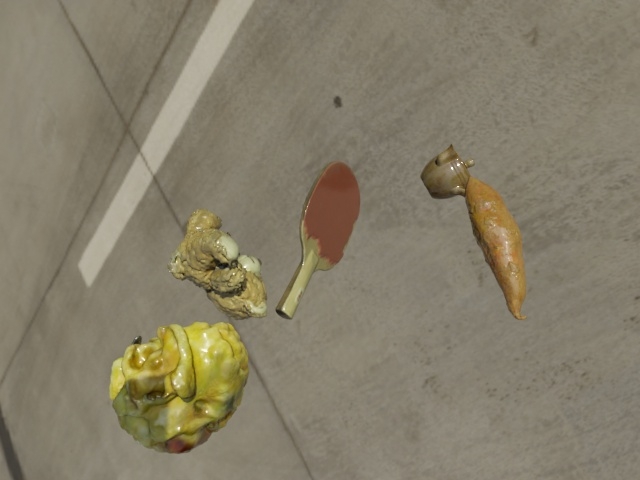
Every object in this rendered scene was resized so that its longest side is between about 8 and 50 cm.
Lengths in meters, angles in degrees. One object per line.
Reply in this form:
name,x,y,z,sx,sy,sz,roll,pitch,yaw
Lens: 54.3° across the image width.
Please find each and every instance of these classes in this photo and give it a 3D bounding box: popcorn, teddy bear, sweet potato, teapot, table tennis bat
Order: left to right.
popcorn,-0.209,0.209,0.934,0.169,0.189,0.218,34,87,38
teddy bear,-0.214,0.073,1.410,0.156,0.256,0.267,-46,26,-2
table tennis bat,0.000,0.000,0.837,0.022,0.131,0.234,9,61,31
teapot,0.194,-0.087,0.908,0.080,0.085,0.110,-30,52,11
sweet potato,0.235,0.004,0.816,0.060,0.068,0.205,-25,64,33
